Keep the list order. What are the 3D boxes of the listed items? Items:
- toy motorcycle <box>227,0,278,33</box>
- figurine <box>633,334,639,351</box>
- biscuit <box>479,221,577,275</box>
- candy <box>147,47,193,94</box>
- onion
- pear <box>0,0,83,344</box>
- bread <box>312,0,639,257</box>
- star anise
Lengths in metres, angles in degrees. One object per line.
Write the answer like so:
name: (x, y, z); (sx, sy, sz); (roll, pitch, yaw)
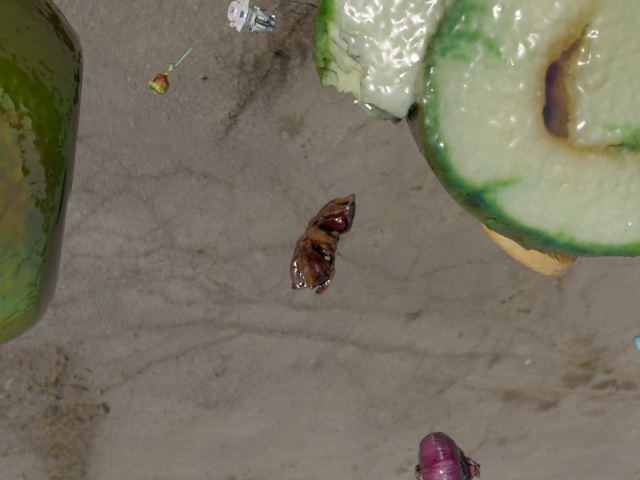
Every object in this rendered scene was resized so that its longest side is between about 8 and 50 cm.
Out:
toy motorcycle: (-0.215, -0.706, 1.594); (0.150, 0.221, 0.102); (17, 110, -10)
figurine: (0.533, 0.107, 0.674); (0.179, 0.262, 0.154); (5, 161, 24)
biscuit: (0.286, -0.101, 0.766); (0.269, 0.376, 0.051); (31, 132, -16)
candy: (-0.455, -0.528, 1.545); (0.201, 0.060, 0.060); (-58, 135, -21)
onion: (0.203, 0.366, 0.802); (0.104, 0.115, 0.115); (-8, 132, 12)
pear: (-0.283, -0.076, 0.385); (0.165, 0.399, 0.399); (5, 122, -28)
bread: (0.183, -0.164, 0.404); (0.381, 0.129, 0.367); (-4, 111, 7)
star anise: (0.000, 0.001, 0.707); (0.057, 0.168, 0.168); (24, 113, -15)
